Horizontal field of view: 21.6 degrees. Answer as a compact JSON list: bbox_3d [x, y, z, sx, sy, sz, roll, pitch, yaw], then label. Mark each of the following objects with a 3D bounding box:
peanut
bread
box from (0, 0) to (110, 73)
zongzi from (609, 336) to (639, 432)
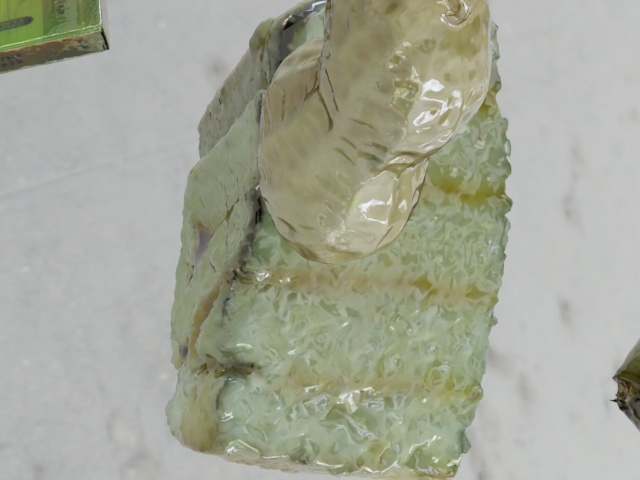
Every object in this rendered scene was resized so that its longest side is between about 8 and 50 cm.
[{"bbox_3d":[0.033,-0.097,1.108,0.136,0.298,0.120,42,54,10],"label":"peanut"},{"bbox_3d":[-0.001,-0.008,1.381,0.239,0.264,0.395,8,89,-21],"label":"bread"},{"bbox_3d":[-0.274,-0.185,1.394,0.030,0.193,0.121,77,2,-47],"label":"box"},{"bbox_3d":[0.353,0.127,1.289,0.145,0.274,0.300,-53,157,-13],"label":"zongzi"}]
